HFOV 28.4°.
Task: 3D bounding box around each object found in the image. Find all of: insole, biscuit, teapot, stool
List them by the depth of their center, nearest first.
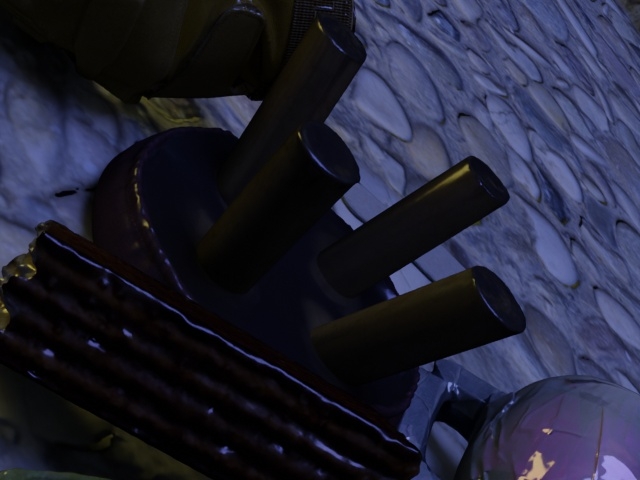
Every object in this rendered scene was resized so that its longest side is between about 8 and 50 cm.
[{"bbox_3d":[-0.070,0.075,0.685,0.252,0.070,0.106,31,-2,-13],"label":"biscuit"},{"bbox_3d":[0.000,0.000,0.851,0.272,0.178,0.272,38,28,-25],"label":"stool"},{"bbox_3d":[0.154,0.178,0.896,0.222,0.163,0.178,52,36,-2],"label":"teapot"},{"bbox_3d":[0.087,0.004,1.178,0.197,0.004,0.065,36,30,-28],"label":"insole"}]

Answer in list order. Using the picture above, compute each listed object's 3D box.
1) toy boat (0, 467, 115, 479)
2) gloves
[{"bbox_3d":[-0.062,0.189,0.633,0.276,0.084,0.111,22,41,-39],"label":"toy boat"},{"bbox_3d":[-0.131,-0.180,0.887,0.331,0.154,0.141,11,63,-28],"label":"gloves"}]
